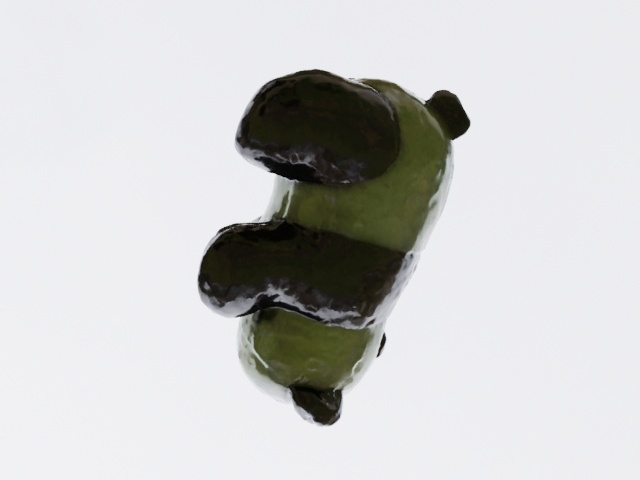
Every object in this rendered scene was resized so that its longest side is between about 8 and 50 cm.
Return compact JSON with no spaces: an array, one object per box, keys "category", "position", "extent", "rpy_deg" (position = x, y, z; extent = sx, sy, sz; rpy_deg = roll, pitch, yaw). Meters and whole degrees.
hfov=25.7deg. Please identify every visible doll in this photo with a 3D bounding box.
[{"category":"doll","position":[0.000,-0.001,0.907],"extent":[0.135,0.234,0.143],"rpy_deg":[21,-172,7]}]
